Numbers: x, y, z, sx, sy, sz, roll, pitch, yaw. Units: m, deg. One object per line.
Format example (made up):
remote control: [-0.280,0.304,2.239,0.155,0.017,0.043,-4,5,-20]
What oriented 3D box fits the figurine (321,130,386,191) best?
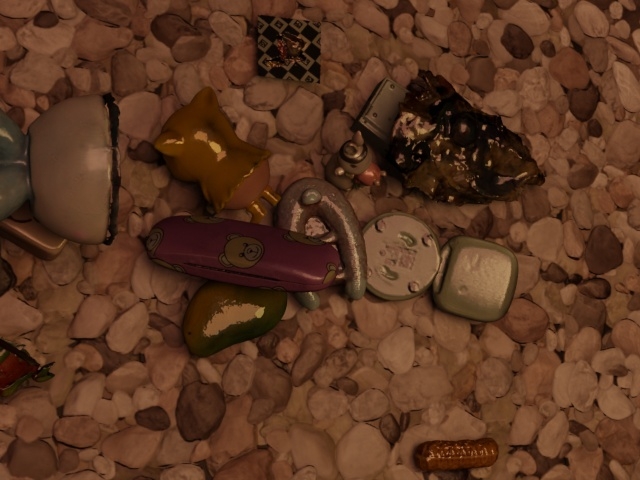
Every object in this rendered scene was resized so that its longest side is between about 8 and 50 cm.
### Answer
figurine: [0.069,-0.139,2.009,0.098,0.146,0.081,17,71,-17]

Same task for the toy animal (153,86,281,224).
toy animal: [-0.165,-0.129,1.925,0.230,0.156,0.156,44,67,-10]

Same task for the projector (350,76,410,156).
projector: [0.146,-0.210,2.101,0.147,0.061,0.115,34,70,-9]

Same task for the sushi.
sushi: [-0.059,-0.340,2.076,0.120,0.026,0.126,5,71,-16]

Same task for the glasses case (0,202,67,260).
glasses case: [-0.530,-0.109,1.817,0.336,0.076,0.144,31,68,-11]

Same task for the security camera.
security camera: [0.203,0.048,2.055,0.301,0.080,0.157,16,88,-5]

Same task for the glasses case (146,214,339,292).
glasses case: [-0.126,0.021,1.874,0.316,0.076,0.123,10,32,7]

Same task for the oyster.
oyster: [0.273,-0.146,2.079,0.361,0.096,0.221,31,78,-28]

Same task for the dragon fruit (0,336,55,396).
dragon fruit: [-0.508,0.184,1.745,0.175,0.138,0.142,-32,66,-4]

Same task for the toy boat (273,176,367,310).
toy boat: [0.000,0.000,1.969,0.155,0.085,0.227,-13,82,-8]

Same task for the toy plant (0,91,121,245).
toy plant: [-0.468,-0.108,1.685,0.332,0.247,0.247,0,77,-16]

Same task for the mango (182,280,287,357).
mango: [-0.144,0.110,1.903,0.191,0.085,0.122,-20,86,-26]

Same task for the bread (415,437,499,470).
bread: [0.238,0.372,2.004,0.157,0.044,0.052,0,74,-20]
